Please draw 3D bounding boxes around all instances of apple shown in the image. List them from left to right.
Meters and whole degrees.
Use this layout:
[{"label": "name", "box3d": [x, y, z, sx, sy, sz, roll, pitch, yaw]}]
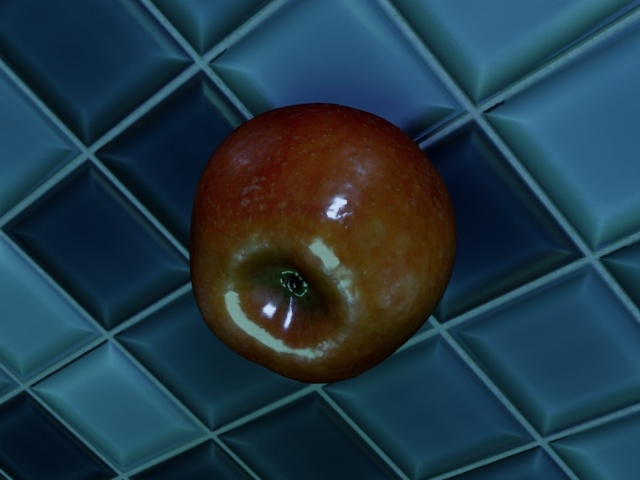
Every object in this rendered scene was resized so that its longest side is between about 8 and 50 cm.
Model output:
[{"label": "apple", "box3d": [0.000, 0.000, 0.816, 0.218, 0.201, 0.218, 10, 121, 17]}]
